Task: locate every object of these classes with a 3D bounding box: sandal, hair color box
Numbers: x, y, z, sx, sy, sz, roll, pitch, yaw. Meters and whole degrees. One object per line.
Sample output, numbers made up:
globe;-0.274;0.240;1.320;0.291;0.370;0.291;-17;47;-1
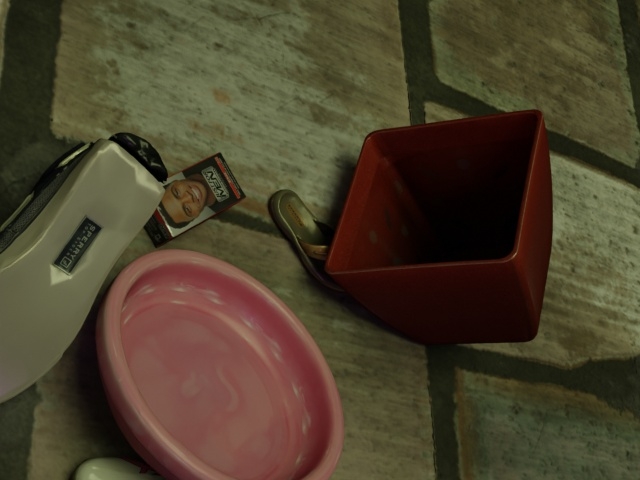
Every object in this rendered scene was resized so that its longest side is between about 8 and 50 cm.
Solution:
sandal;0.000;0.000;1.510;0.180;0.049;0.072;53;46;-9
hair color box;-0.167;-0.053;1.391;0.141;0.043;0.072;-34;95;-44

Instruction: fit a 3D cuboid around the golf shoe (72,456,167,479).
golf shoe;-0.179;0.279;1.193;0.186;0.086;0.067;28;56;-27

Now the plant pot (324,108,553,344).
plant pot;0.197;0.005;1.534;0.236;0.267;0.267;58;39;-42

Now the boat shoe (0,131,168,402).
boat shoe;-0.306;0.030;1.190;0.127;0.158;0.340;45;75;-22

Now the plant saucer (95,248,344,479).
plant saucer;-0.122;0.165;1.250;0.332;0.084;0.332;32;33;-24
